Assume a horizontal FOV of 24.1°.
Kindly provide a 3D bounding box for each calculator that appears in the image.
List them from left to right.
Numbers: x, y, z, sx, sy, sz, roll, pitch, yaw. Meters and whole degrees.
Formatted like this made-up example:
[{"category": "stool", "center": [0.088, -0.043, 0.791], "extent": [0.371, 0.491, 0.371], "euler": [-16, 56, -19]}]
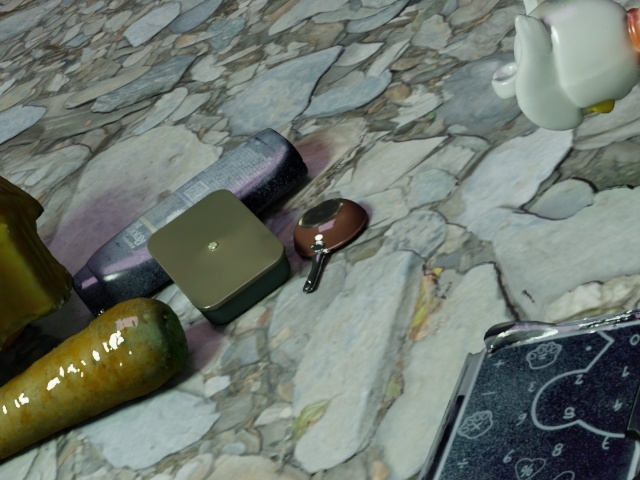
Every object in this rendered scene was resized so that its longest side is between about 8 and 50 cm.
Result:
[{"category": "calculator", "center": [0.124, 0.139, 0.878], "extent": [0.166, 0.028, 0.274], "euler": [-12, 33, 33]}]

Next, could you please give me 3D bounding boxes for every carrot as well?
[{"category": "carrot", "center": [-0.240, 0.139, 1.212], "extent": [0.298, 0.078, 0.078], "euler": [-31, 27, 10]}]

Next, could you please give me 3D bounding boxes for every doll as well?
[{"category": "doll", "center": [0.294, -0.162, 1.007], "extent": [0.384, 0.099, 0.188], "euler": [-13, 30, 23]}]

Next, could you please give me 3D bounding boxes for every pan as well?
[{"category": "pan", "center": [0.000, 0.000, 1.241], "extent": [0.068, 0.023, 0.115], "euler": [-16, 31, 26]}]

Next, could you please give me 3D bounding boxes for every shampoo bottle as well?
[{"category": "shampoo bottle", "center": [-0.121, -0.015, 1.359], "extent": [0.234, 0.049, 0.087], "euler": [-37, 34, -11]}]

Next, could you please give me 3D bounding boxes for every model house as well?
[{"category": "model house", "center": [-0.334, 0.017, 1.308], "extent": [0.268, 0.173, 0.239], "euler": [32, 37, 15]}]

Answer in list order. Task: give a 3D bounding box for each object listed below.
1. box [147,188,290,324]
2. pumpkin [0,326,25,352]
[{"category": "box", "center": [-0.085, 0.014, 1.267], "extent": [0.091, 0.031, 0.126], "euler": [-37, 42, -10]}, {"category": "pumpkin", "center": [-0.399, 0.101, 1.401], "extent": [0.258, 0.095, 0.290], "euler": [-29, 34, -22]}]
